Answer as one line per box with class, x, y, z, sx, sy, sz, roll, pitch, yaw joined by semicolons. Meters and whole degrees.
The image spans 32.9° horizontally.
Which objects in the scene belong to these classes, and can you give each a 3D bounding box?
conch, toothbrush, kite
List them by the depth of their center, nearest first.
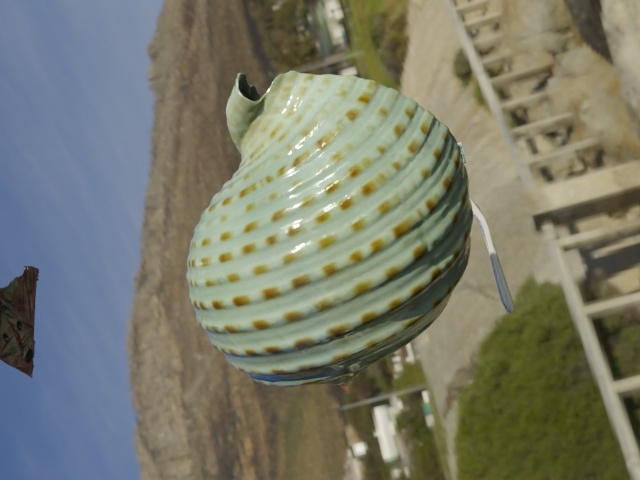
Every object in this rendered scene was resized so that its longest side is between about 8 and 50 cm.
conch;0.000;0.010;0.627;0.200;0.172;0.131;64;-155;-44
toothbrush;0.116;-0.008;0.782;0.011;0.013;0.131;-121;11;-83
kite;-0.255;0.039;0.860;0.137;0.005;0.153;-54;-51;-72
